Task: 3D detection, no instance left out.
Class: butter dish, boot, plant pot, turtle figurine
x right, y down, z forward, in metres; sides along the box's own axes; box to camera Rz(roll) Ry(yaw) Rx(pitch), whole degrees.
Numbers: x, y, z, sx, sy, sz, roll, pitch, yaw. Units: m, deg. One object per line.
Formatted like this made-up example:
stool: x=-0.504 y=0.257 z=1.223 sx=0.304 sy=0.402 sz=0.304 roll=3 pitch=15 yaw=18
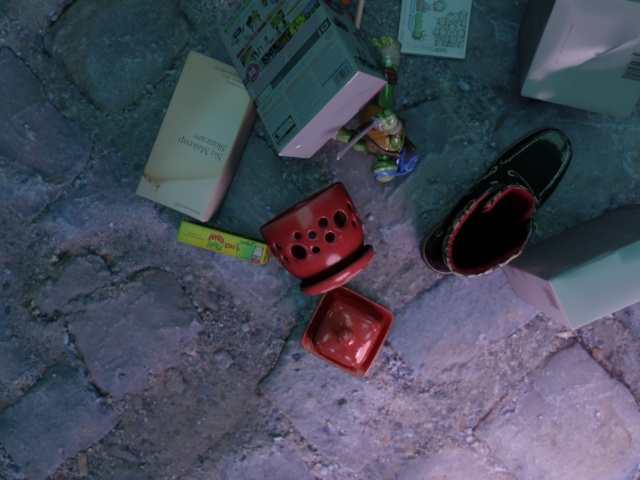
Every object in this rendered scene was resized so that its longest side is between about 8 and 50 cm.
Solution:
butter dish: x=0.054 y=0.190 z=1.319 sx=0.159 sy=0.118 sz=0.160 roll=27 pitch=93 yaw=2
boot: x=0.347 y=-0.071 z=1.203 sx=0.377 sy=0.284 sz=0.138 roll=-41 pitch=89 yaw=5
plant pot: x=0.000 y=0.000 z=1.287 sx=0.191 sy=0.191 sz=0.174 roll=-30 pitch=99 yaw=5
turtle figurine: x=0.071 y=-0.254 z=1.257 sx=0.274 sy=0.198 sz=0.266 roll=1 pitch=84 yaw=-9

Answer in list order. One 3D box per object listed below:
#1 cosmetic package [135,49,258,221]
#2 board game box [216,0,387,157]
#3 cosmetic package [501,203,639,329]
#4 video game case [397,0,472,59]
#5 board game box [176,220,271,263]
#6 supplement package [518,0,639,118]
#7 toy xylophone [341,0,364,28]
cosmetic package: x=-0.241 y=-0.209 z=1.332 sx=0.160 sy=0.113 sz=0.310 roll=21 pitch=92 yaw=3
board game box: x=-0.042 y=-0.337 z=1.171 sx=0.224 sy=0.097 sz=0.303 roll=-39 pitch=68 yaw=34
cosmetic package: x=0.502 y=0.030 z=1.149 sx=0.284 sy=0.377 sz=0.097 roll=-27 pitch=91 yaw=5
video game case: x=0.235 y=-0.458 z=1.332 sx=0.143 sy=0.019 sz=0.157 roll=7 pitch=92 yaw=4
board game box: x=-0.196 y=0.003 z=1.344 sx=0.181 sy=0.092 sz=0.043 roll=15 pitch=92 yaw=4
supplement package: x=0.484 y=-0.388 z=1.164 sx=0.198 sy=0.263 sz=0.199 roll=14 pitch=133 yaw=4
toy xylophone: x=0.001 y=-0.523 z=1.243 sx=0.236 sy=0.081 sz=0.323 roll=24 pitch=120 yaw=14
